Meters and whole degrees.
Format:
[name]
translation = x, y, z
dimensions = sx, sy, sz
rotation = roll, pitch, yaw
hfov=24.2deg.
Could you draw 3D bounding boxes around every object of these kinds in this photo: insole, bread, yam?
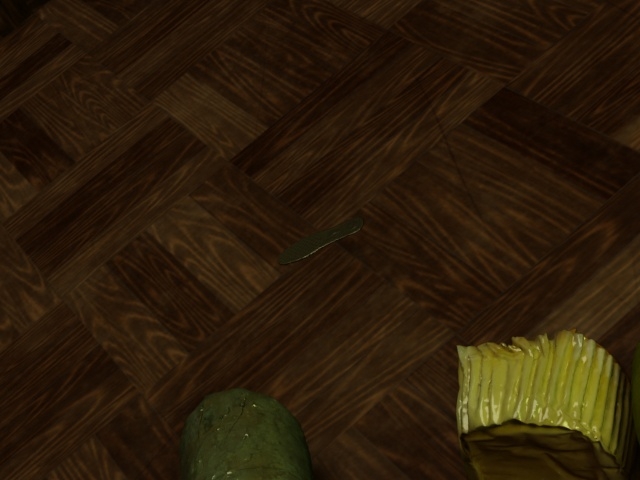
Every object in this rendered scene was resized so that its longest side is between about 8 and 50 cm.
[insole]
translation = 0.000, 0.000, 2.073
dimensions = 0.135, 0.002, 0.045
rotation = -24, 36, 15
[bread]
translation = 0.224, 0.188, 1.445
dimensions = 0.179, 0.250, 0.133
rotation = -1, 52, 29
[yam]
translation = -0.077, 0.299, 1.640
dimensions = 0.161, 0.161, 0.268
rotation = -28, 36, 10

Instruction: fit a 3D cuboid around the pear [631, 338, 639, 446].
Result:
[pear]
translation = 0.442, 0.154, 1.299
dimensions = 0.287, 0.287, 0.375
rotation = -41, 48, -10
